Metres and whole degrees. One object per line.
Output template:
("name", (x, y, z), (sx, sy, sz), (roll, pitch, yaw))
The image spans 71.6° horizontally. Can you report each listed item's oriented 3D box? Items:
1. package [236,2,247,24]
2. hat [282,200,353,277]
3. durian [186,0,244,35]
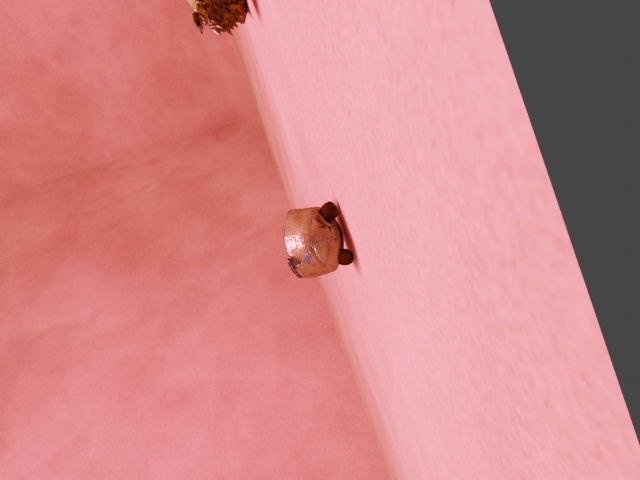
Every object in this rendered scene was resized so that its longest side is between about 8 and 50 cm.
("package", (-0.154, -0.437, 0.768), (0.121, 0.031, 0.108), (-115, 7, -57))
("hat", (0.000, 0.000, 0.479), (0.076, 0.059, 0.077), (-4, -96, -59))
("durian", (-0.152, -0.384, 0.585), (0.137, 0.095, 0.221), (-36, -71, -56))
